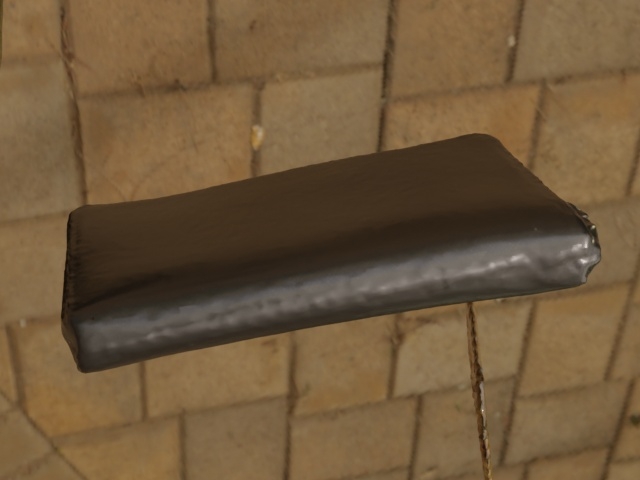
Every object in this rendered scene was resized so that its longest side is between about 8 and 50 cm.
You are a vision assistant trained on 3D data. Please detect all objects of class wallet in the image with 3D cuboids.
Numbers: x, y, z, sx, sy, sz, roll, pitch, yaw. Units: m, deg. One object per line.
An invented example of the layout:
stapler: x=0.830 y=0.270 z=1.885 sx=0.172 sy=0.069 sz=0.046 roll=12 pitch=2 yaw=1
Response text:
wallet: x=0.000 y=0.000 z=0.571 sx=0.250 sy=0.149 sz=0.044 roll=-11 pitch=115 yaw=-8

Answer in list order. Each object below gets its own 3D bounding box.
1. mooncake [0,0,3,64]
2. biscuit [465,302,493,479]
mooncake: x=-0.435 y=-0.115 z=1.086 sx=0.201 sy=0.378 sz=0.378 roll=10 pitch=124 yaw=-28
biscuit: x=0.149 y=0.141 z=1.106 sx=0.013 sy=0.232 sz=0.236 roll=-5 pitch=131 yaw=6
